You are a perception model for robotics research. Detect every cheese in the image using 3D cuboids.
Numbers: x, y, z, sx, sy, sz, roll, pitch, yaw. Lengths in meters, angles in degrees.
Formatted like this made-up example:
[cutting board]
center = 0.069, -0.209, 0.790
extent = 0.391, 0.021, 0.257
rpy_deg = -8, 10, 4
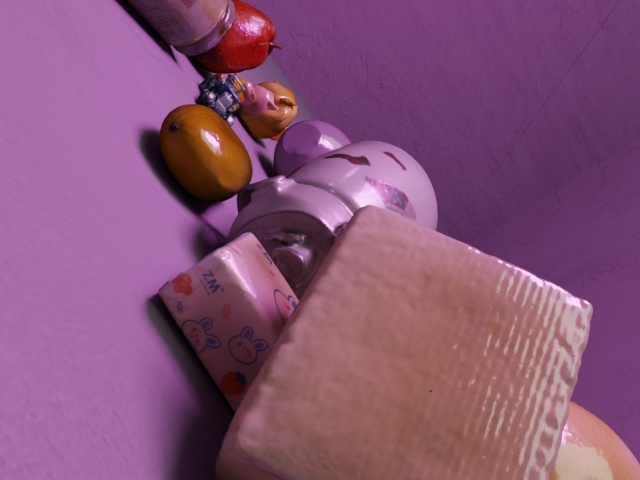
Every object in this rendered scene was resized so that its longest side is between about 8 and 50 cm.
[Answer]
[cheese]
center = 0.078, 0.128, 0.654
extent = 0.242, 0.265, 0.124
rpy_deg = 27, -37, 6

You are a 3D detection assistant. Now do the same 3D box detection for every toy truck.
[toy truck]
center = -0.176, -0.266, 1.455
extent = 0.080, 0.078, 0.154
rpy_deg = 52, 11, -22

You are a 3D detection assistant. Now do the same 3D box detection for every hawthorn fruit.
[hawthorn fruit]
center = -0.188, -0.417, 1.609
extent = 0.179, 0.173, 0.173
rpy_deg = 1, 50, -40

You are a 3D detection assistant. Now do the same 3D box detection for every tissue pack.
[tissue pack]
center = -0.063, 0.097, 0.785
extent = 0.196, 0.092, 0.148
rpy_deg = 56, 10, -3

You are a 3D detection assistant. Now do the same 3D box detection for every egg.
[egg]
center = -0.004, -0.153, 1.668
extent = 0.232, 0.176, 0.176
rpy_deg = 54, 8, -50

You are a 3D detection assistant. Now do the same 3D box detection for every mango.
[mango]
center = -0.152, -0.120, 1.063
extent = 0.137, 0.091, 0.237
rpy_deg = 62, 4, -7

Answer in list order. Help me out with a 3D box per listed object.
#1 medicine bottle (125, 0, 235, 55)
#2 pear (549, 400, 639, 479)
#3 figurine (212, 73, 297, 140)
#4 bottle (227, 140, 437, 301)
[medicine bottle]
center = -0.283, -0.465, 1.329
extent = 0.322, 0.151, 0.151
rpy_deg = 44, 16, -55
[pear]
center = 0.186, 0.305, 0.791
extent = 0.309, 0.309, 0.309
rpy_deg = 55, 9, -14
[figurine]
center = -0.135, -0.292, 1.668
extent = 0.156, 0.131, 0.246
rpy_deg = 15, -1, 36
[bottle]
center = 0.000, 0.000, 1.026
extent = 0.229, 0.229, 0.351
rpy_deg = 57, 31, 0
